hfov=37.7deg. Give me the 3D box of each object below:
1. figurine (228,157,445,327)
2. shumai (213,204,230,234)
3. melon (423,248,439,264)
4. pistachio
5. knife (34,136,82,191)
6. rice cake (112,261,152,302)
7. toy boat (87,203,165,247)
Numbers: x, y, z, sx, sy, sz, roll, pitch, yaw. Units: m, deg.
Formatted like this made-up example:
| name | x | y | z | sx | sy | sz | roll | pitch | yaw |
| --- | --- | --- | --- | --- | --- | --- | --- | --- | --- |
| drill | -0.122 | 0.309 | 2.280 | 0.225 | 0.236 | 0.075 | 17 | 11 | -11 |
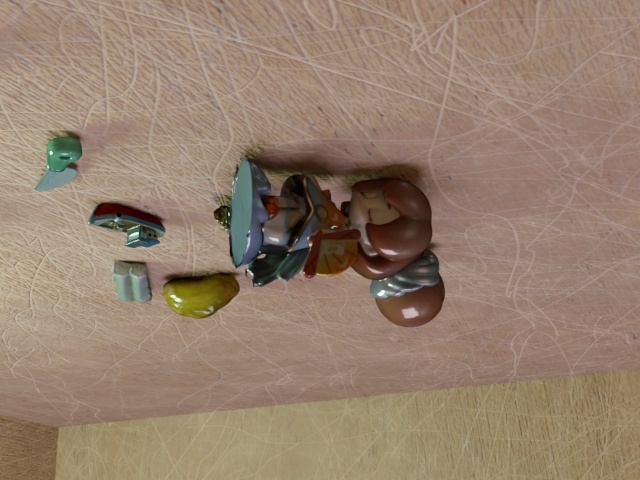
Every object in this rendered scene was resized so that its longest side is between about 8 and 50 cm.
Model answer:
| name | x | y | z | sx | sy | sz | roll | pitch | yaw |
| --- | --- | --- | --- | --- | --- | --- | --- | --- | --- |
| figurine | 0.037 | -0.004 | 1.664 | 0.388 | 0.276 | 0.248 | 3 | 136 | -17 |
| shumai | -0.138 | -0.048 | 1.767 | 0.099 | 0.124 | 0.087 | 26 | 105 | -46 |
| melon | 0.188 | 0.068 | 2.063 | 0.099 | 0.099 | 0.162 | 18 | 152 | -41 |
| pistachio | -0.280 | 0.135 | 2.209 | 0.189 | 0.110 | 0.100 | -3 | 128 | 8 |
| knife | -0.448 | -0.123 | 1.612 | 0.063 | 0.034 | 0.260 | 0 | 167 | -22 |
| rice cake | -0.440 | 0.101 | 2.197 | 0.085 | 0.040 | 0.226 | 2 | 160 | -7 |
| toy boat | -0.378 | -0.027 | 1.825 | 0.069 | 0.059 | 0.173 | -17 | 154 | 37 |
